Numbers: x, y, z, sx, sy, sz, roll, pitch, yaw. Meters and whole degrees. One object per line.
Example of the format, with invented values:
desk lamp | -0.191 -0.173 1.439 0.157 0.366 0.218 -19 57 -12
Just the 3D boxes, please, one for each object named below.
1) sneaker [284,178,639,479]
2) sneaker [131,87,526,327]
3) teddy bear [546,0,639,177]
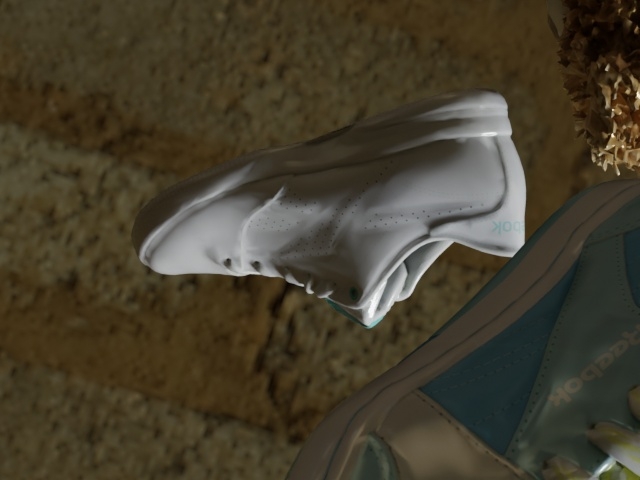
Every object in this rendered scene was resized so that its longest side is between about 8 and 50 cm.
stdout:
sneaker | 0.120 0.073 0.562 0.208 0.319 0.127 -10 121 48
sneaker | 0.000 0.000 0.810 0.212 0.094 0.080 -18 174 32
teddy bear | 0.189 -0.191 0.765 0.113 0.245 0.338 22 124 11
